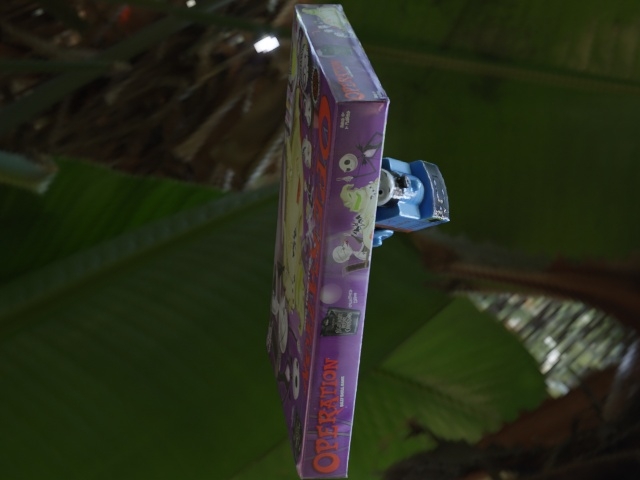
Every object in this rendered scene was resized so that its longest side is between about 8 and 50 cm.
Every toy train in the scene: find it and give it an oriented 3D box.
[{"bbox_3d":[0.059,-0.044,1.528,0.105,0.184,0.080,-17,-100,22],"label":"toy train"}]

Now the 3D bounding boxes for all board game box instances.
[{"bbox_3d":[0.000,0.000,1.257,0.208,0.056,0.347,-116,-152,-58],"label":"board game box"}]
